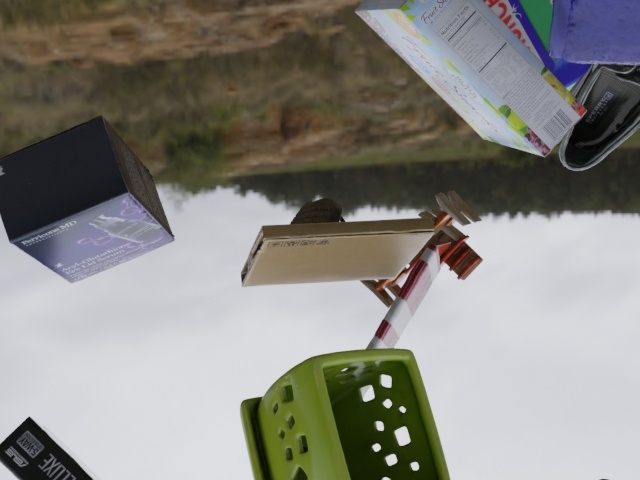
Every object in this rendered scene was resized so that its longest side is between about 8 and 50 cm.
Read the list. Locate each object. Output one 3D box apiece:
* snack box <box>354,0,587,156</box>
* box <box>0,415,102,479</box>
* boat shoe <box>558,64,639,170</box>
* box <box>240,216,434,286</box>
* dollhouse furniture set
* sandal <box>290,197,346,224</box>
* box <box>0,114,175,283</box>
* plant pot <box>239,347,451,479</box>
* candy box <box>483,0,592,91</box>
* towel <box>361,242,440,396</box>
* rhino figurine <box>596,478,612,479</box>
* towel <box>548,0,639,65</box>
[{"bbox_3d":[0.146,-0.184,1.048,0.070,0.207,0.174,-49,-163,1],"label":"snack box"},{"bbox_3d":[-0.373,0.389,1.599,0.076,0.242,0.307,-45,177,-16],"label":"box"},{"bbox_3d":[0.396,-0.214,1.261,0.121,0.335,0.119,21,-139,-4],"label":"boat shoe"},{"bbox_3d":[0.015,0.016,1.233,0.201,0.021,0.164,-3,160,-15],"label":"box"},{"bbox_3d":[0.253,0.031,2.283,0.135,0.262,0.259,46,-158,15],"label":"dollhouse furniture set"},{"bbox_3d":[0.001,-0.002,2.166,0.107,0.167,0.446,34,-177,-8],"label":"sandal"},{"bbox_3d":[-0.287,-0.044,1.270,0.153,0.108,0.207,-23,163,2],"label":"box"},{"bbox_3d":[0.023,0.294,1.490,0.228,0.227,0.207,3,156,-46],"label":"plant pot"},{"bbox_3d":[0.387,-0.365,1.657,0.317,0.268,0.122,-31,160,32],"label":"candy box"},{"bbox_3d":[0.131,0.165,1.988,0.037,0.329,0.237,31,174,12],"label":"towel"},{"bbox_3d":[0.296,0.380,1.323,0.243,0.073,0.106,-26,159,-18],"label":"rhino figurine"},{"bbox_3d":[0.325,-0.225,0.760,0.308,0.227,0.076,9,-133,17],"label":"towel"}]
